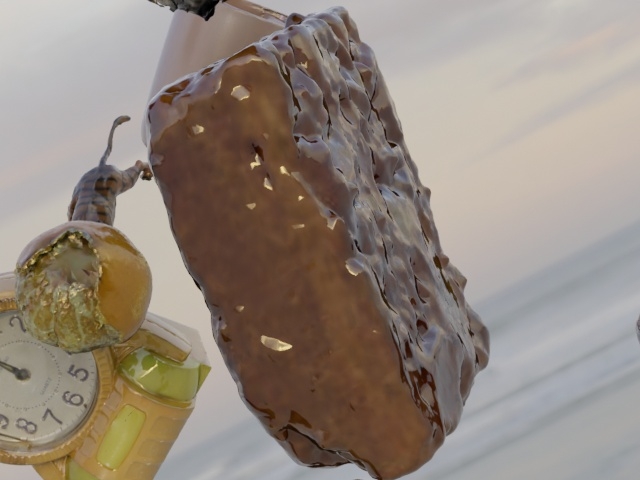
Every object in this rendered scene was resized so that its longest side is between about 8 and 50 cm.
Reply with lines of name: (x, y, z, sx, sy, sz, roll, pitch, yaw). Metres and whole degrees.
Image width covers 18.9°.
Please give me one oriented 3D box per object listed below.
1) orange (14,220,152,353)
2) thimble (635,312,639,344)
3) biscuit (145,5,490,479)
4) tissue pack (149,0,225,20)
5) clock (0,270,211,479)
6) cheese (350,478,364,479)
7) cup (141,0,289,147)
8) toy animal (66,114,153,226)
orange: (-0.261, 0.048, 2.093, 0.156, 0.156, 0.134, -26, -34, -11)
thimble: (0.367, 0.074, 1.790, 0.118, 0.127, 0.151, -53, -31, -27)
biscuit: (0.000, 0.000, 1.724, 0.166, 0.395, 0.342, -20, 7, 15)
tissue pack: (-0.055, -0.365, 1.602, 0.123, 0.245, 0.332, 18, -32, -24)
clock: (-0.322, 0.167, 2.353, 0.244, 0.317, 0.200, -62, 15, 12)
cheese: (0.037, 0.303, 1.773, 0.036, 0.086, 0.162, -21, -46, -46)
cup: (-0.098, -0.181, 2.304, 0.253, 0.191, 0.200, -23, -45, -75)
toy animal: (-0.271, -0.054, 2.393, 0.114, 0.255, 0.116, -3, -31, 4)
